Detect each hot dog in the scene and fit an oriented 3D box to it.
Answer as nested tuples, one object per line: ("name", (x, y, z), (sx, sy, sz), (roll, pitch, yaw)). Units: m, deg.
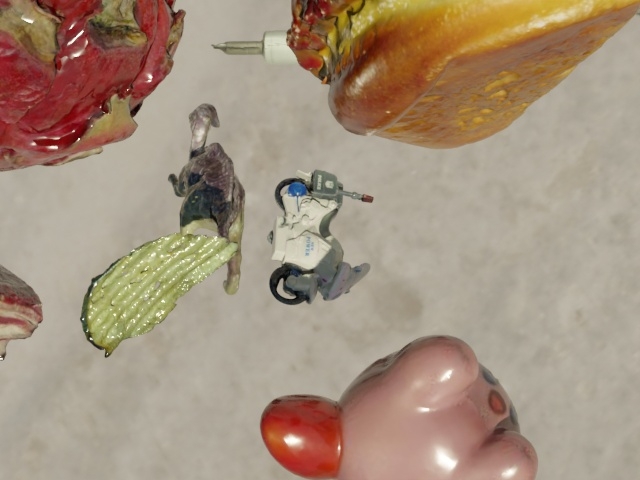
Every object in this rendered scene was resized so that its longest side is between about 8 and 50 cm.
("hot dog", (0.096, -0.193, 1.090), (0.405, 0.223, 0.185), (136, 118, -69))

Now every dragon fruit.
("dragon fruit", (-0.273, -0.205, 1.168), (0.329, 0.329, 0.329), (17, 119, 34))

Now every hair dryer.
("hair dryer", (0.019, -0.264, 1.929), (0.357, 0.173, 0.108), (0, 104, 10))

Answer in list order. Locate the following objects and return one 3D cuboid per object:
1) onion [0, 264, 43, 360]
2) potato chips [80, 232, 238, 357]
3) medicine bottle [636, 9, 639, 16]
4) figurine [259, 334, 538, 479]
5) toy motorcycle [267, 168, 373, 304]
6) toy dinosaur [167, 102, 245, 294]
("onion", (-0.539, 0.088, 1.730), (0.280, 0.314, 0.146), (29, 148, 18))
("potato chips", (-0.191, 0.044, 1.595), (0.092, 0.207, 0.028), (54, 169, -18))
("medicine bottle", (0.454, -0.429, 1.535), (0.242, 0.242, 0.395), (39, 92, 21))
("figurine", (0.108, 0.238, 1.613), (0.261, 0.211, 0.270), (-35, 86, 11))
("toy motorcycle", (0.000, 0.000, 2.048), (0.102, 0.150, 0.221), (117, 158, -60))
("toy dinosaur", (-0.154, -0.060, 1.877), (0.294, 0.077, 0.162), (61, 143, 38))
